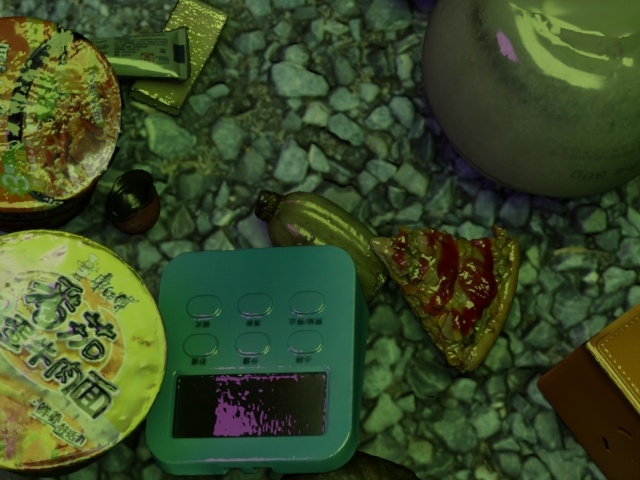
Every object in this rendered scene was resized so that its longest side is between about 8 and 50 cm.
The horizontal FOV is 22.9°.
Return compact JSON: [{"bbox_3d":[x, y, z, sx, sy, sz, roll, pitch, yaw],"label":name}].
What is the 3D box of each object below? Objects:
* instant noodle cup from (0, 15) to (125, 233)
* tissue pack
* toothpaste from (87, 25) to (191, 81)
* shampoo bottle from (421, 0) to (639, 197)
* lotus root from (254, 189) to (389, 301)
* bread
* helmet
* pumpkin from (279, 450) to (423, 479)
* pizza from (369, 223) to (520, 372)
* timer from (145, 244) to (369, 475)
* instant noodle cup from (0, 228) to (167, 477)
[{"bbox_3d":[-0.337,-0.112,1.786,0.230,0.182,0.230,2,72,-7],"label":"instant noodle cup"},{"bbox_3d":[0.402,0.212,1.785,0.145,0.194,0.274,-33,80,-20],"label":"tissue pack"},{"bbox_3d":[-0.289,-0.217,1.885,0.268,0.047,0.069,-4,33,-2],"label":"toothpaste"},{"bbox_3d":[0.283,-0.214,1.835,0.323,0.317,0.322,2,75,-8],"label":"shampoo bottle"},{"bbox_3d":[0.000,0.000,1.852,0.183,0.077,0.090,34,63,-2],"label":"lotus root"},{"bbox_3d":[-0.171,-0.227,1.928,0.068,0.028,0.153,24,70,0],"label":"bread"},{"bbox_3d":[-0.214,-0.039,1.851,0.065,0.049,0.084,-16,43,22],"label":"helmet"},{"bbox_3d":[0.033,0.335,1.711,0.224,0.157,0.223,10,68,-25],"label":"pumpkin"},{"bbox_3d":[0.146,0.042,1.838,0.199,0.062,0.188,28,68,-22],"label":"pizza"},{"bbox_3d":[-0.070,0.133,1.729,0.232,0.091,0.250,-3,53,10],"label":"timer"},{"bbox_3d":[-0.299,0.137,1.703,0.264,0.200,0.264,2,72,-7],"label":"instant noodle cup"}]
